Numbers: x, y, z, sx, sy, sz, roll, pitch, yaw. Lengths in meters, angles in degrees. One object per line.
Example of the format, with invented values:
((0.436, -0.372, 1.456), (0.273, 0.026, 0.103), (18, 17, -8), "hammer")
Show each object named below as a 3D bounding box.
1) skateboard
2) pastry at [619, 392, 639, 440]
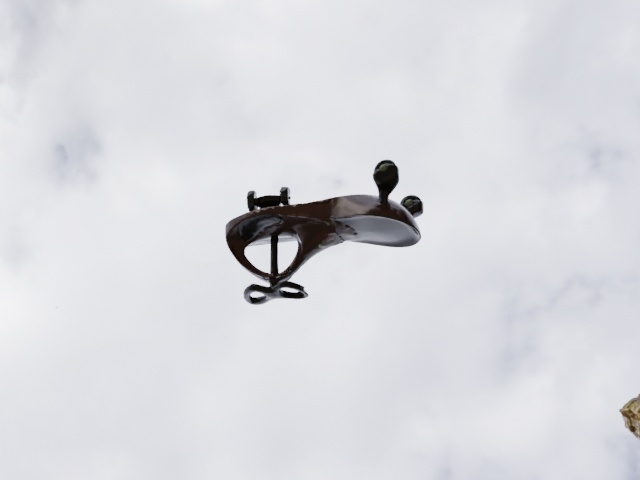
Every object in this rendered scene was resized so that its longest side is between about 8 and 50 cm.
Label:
((0.000, 0.000, 0.878), (0.151, 0.067, 0.080), (-10, -117, 21), "skateboard")
((0.358, 0.147, 1.152), (0.140, 0.080, 0.056), (-39, -57, 1), "pastry")
